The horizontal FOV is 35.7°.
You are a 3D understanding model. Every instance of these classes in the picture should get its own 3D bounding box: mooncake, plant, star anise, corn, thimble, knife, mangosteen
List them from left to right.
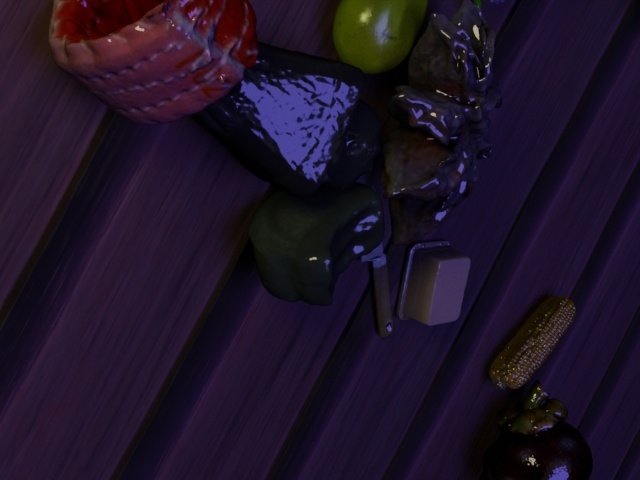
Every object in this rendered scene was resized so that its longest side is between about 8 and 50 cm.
[{"bbox_3d":[-0.163,-0.208,0.966,0.125,0.189,0.163,44,52,-47],"label":"thimble"},{"bbox_3d":[-0.033,-0.142,1.142,0.256,0.142,0.164,20,93,-41],"label":"plant"},{"bbox_3d":[0.000,0.000,1.218,0.175,0.168,0.104,-24,124,-15],"label":"mooncake"},{"bbox_3d":[0.072,0.016,1.393,0.047,0.017,0.298,-23,123,-26],"label":"knife"},{"bbox_3d":[0.161,-0.147,1.283,0.332,0.118,0.331,-44,141,-50],"label":"star anise"},{"bbox_3d":[0.362,0.175,1.691,0.207,0.068,0.068,-46,132,-17],"label":"corn"},{"bbox_3d":[0.369,0.359,1.713,0.194,0.194,0.230,-6,85,-41],"label":"mangosteen"}]

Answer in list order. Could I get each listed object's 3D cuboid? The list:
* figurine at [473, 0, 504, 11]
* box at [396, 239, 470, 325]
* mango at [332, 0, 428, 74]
[{"bbox_3d":[0.227,-0.350,1.296,0.115,0.095,0.156,-67,-175,-30],"label":"figurine"},{"bbox_3d":[0.169,0.066,1.471,0.089,0.062,0.122,-5,112,-41],"label":"box"},{"bbox_3d":[0.081,-0.277,1.221,0.163,0.089,0.117,-52,139,-12],"label":"mango"}]
